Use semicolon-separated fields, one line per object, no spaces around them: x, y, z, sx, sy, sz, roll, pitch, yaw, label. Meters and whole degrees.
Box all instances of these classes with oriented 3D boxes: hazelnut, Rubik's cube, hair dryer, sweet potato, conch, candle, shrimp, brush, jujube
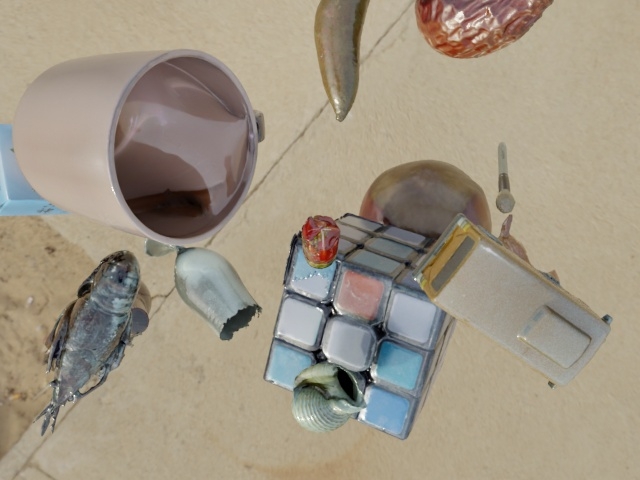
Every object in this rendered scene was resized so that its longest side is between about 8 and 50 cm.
0.283;-0.048;1.951;0.366;0.366;0.365;1;105;3;hazelnut
0.118;0.171;1.612;0.359;0.362;0.363;17;108;15;Rubik's cube
-0.493;0.243;1.611;0.123;0.312;0.340;32;90;-22;hair dryer
0.044;-0.363;1.145;0.079;0.108;0.346;7;70;23;sweet potato
0.013;0.294;1.379;0.153;0.102;0.135;-21;95;13;conch
0.000;0.000;0.961;0.052;0.130;0.052;0;75;0;candle
-0.408;0.191;1.324;0.172;0.137;0.372;21;106;-30;shrimp
0.420;-0.150;1.657;0.042;0.299;0.039;34;125;-12;brush
0.249;-0.358;1.063;0.168;0.236;0.168;3;84;-34;jujube

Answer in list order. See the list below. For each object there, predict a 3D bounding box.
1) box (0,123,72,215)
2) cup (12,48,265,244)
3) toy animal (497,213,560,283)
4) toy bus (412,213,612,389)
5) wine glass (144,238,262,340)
-0.474;-0.126;1.310;0.083;0.232;0.142;-27;73;46;box
-0.184;-0.114;0.792;0.200;0.253;0.191;12;114;38;cup
0.473;0.055;1.658;0.104;0.185;0.183;-6;117;-32;toy animal
0.194;0.063;0.719;0.182;0.103;0.091;34;100;-13;toy bus
-0.193;0.061;1.173;0.103;0.103;0.222;-50;63;13;wine glass
